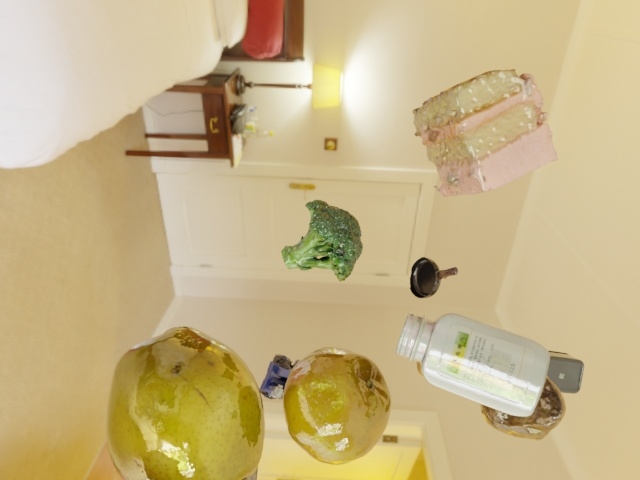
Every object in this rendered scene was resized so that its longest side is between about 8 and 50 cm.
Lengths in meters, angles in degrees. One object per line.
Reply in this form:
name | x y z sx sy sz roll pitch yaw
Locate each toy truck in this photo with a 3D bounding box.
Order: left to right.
toy truck | -0.102 0.516 1.588 0.177 0.213 0.161 8 -105 59

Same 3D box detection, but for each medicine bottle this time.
medicine bottle | 0.348 0.275 1.051 0.124 0.324 0.179 22 86 -76

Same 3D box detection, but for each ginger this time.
ginger | 0.649 0.527 1.420 0.223 0.269 0.200 29 64 -46

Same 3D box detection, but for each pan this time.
pan | 0.307 0.093 1.181 0.212 0.040 0.115 151 -58 -65

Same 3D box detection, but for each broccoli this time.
broccoli | 0.000 0.000 1.387 0.254 0.269 0.269 61 11 -14

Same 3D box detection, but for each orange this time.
orange | 0.044 0.397 1.089 0.279 0.235 0.279 35 41 -37

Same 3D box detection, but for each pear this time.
pear | -0.321 0.415 1.059 0.418 0.362 0.362 56 -11 18

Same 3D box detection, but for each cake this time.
cake | 0.479 -0.317 1.308 0.314 0.293 0.307 -132 -161 -82

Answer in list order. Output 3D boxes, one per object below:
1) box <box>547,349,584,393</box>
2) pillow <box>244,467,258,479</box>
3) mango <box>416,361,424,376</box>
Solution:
box | 0.905 0.507 1.711 0.090 0.201 0.144 -170 -89 -79
pillow | -0.232 0.705 1.236 0.067 0.173 0.270 39 26 -37
mango | 0.386 0.452 1.619 0.114 0.080 0.060 62 34 -22
